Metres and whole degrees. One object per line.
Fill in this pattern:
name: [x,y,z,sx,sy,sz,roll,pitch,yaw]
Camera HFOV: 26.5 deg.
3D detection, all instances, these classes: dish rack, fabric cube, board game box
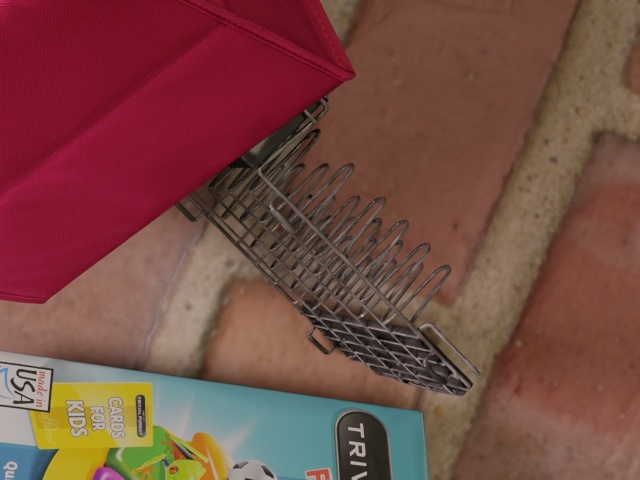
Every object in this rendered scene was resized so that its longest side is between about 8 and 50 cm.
dish rack: [0.000,0.000,0.938,0.271,0.208,0.074,47,75,-20]
fabric cube: [-0.186,-0.146,0.752,0.258,0.259,0.254,-33,66,22]
board game box: [-0.086,0.220,0.926,0.336,0.079,0.253,10,51,-16]
